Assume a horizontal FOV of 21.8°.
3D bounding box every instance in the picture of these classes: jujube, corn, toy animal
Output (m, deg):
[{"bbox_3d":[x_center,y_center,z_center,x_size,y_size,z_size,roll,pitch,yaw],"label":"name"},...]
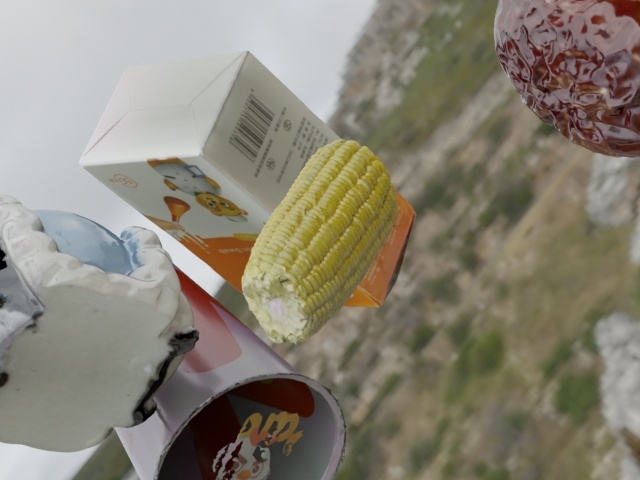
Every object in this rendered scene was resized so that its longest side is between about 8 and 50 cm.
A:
[{"bbox_3d":[0.275,-0.178,1.511,0.213,0.213,0.232,-51,34,-5],"label":"jujube"},{"bbox_3d":[0.000,0.000,1.151,0.165,0.063,0.085,-53,-42,-47],"label":"corn"},{"bbox_3d":[-0.214,0.059,1.396,0.208,0.204,0.156,-59,32,37],"label":"toy animal"}]

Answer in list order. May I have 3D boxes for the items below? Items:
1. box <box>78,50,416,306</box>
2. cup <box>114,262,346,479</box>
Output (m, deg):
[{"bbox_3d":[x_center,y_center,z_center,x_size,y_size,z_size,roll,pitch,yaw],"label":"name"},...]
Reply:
[{"bbox_3d":[-0.077,-0.059,1.944,0.225,0.341,0.143,-1,57,45],"label":"box"},{"bbox_3d":[-0.127,0.134,1.581,0.203,0.203,0.288,-51,42,4],"label":"cup"}]
